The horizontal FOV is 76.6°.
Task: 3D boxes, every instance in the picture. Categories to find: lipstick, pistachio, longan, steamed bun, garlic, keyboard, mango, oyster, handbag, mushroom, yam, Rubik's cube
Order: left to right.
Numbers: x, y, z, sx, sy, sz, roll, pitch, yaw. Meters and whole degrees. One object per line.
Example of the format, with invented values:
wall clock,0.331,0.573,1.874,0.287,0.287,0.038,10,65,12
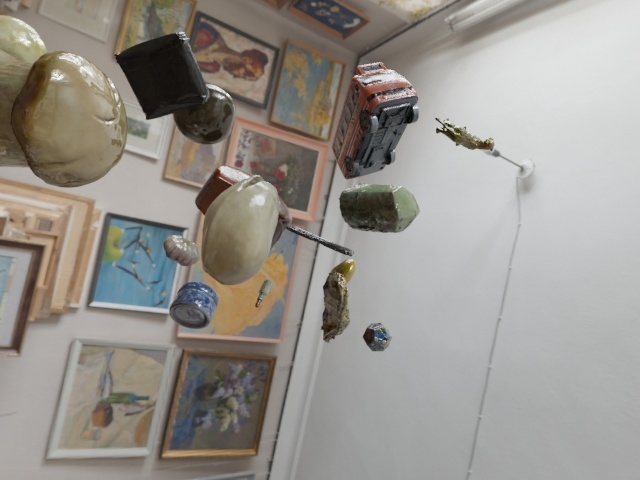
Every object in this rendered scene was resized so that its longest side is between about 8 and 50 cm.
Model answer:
mushroom,-0.393,-0.149,0.363,0.137,0.409,0.153,-95,-166,-74
mushroom,-0.717,-0.446,0.940,0.112,0.148,0.147,-16,-115,47
handbag,-0.500,-0.516,1.290,0.080,0.247,0.222,-84,160,-54
garlic,-0.557,0.044,1.617,0.147,0.159,0.102,39,-86,23
longan,-0.439,-0.486,1.565,0.248,0.249,0.247,-29,-125,52
pistachio,-0.225,-0.026,1.154,0.208,0.226,0.331,24,-81,42
steamed bun,-0.311,-0.140,1.700,0.235,0.380,0.248,-51,-169,21
lipstick,-0.235,0.218,1.634,0.030,0.030,0.129,-18,-144,42
keyboard,0.000,0.001,1.497,0.106,0.263,0.016,-23,135,-80
oyster,0.043,0.214,1.236,0.344,0.079,0.128,97,-29,-47
mango,0.096,0.140,1.749,0.161,0.076,0.103,-49,-151,-20
Rubik's cube,0.215,0.365,1.530,0.111,0.111,0.093,-47,-164,40
yam,0.233,-0.125,1.590,0.272,0.203,0.201,-2,-71,44

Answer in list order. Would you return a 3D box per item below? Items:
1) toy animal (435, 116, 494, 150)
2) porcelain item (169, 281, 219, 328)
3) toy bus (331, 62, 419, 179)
toy animal,0.468,-0.346,1.331,0.073,0.182,0.136,-61,-142,18
porcelain item,-0.439,0.224,1.417,0.147,0.147,0.114,-50,-161,38
toy bus,0.186,-0.429,1.515,0.426,0.203,0.232,110,-42,-61
